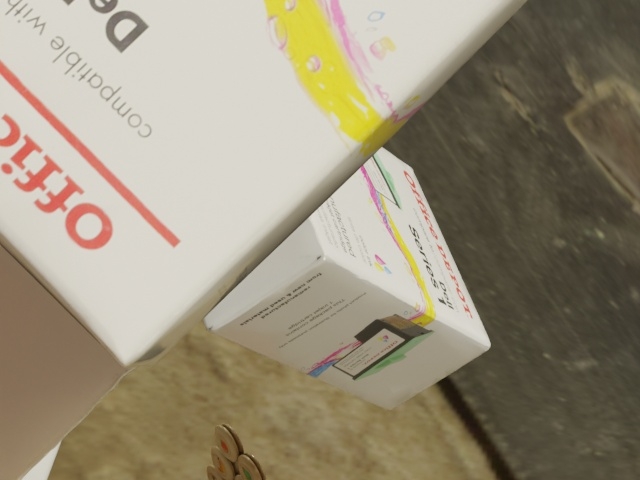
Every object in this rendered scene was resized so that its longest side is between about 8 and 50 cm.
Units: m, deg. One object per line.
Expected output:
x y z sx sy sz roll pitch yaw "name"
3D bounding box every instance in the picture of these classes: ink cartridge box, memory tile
-0.063 -0.095 0.592 0.207 0.119 0.353 45 84 1 "ink cartridge box"
0.000 0.000 1.329 0.117 0.278 0.201 -33 58 19 "ink cartridge box"
-0.070 0.240 1.513 0.012 0.148 0.113 -26 61 -26 "memory tile"

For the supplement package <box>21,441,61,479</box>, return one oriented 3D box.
-0.284 0.107 1.075 0.177 0.175 0.293 -15 43 34 "supplement package"
